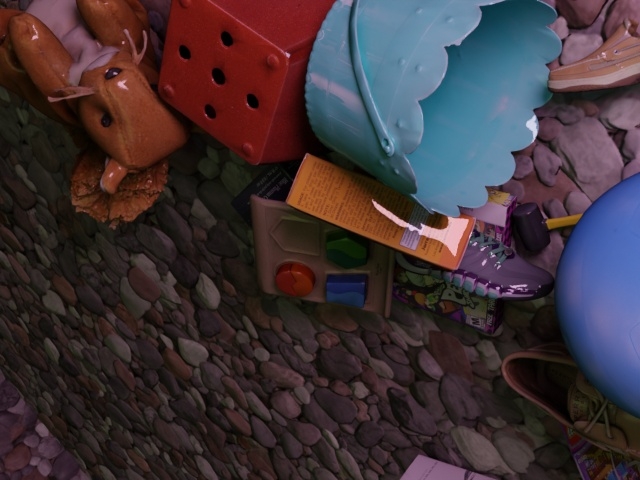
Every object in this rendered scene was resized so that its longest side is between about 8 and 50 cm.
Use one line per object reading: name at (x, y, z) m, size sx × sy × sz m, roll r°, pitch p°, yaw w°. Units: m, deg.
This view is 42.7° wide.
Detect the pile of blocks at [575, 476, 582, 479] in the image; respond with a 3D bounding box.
pile of blocks at (0.522, 0.360, 1.149) m, size 0.112 × 0.149 × 0.362 m, roll 18°, pitch 162°, yaw -31°

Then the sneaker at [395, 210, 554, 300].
sneaker at (0.206, 0.012, 1.103) m, size 0.223 × 0.083 × 0.098 m, roll 14°, pitch 116°, yaw 24°

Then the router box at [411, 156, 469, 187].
router box at (0.159, -0.104, 1.083) m, size 0.092 × 0.122 × 0.038 m, roll 22°, pitch 138°, yaw 28°

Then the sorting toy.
sorting toy at (0.000, 0.000, 1.212) m, size 0.229 × 0.041 × 0.307 m, roll 13°, pitch 138°, yaw 12°

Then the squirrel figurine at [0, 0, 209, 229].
squirrel figurine at (-0.314, -0.208, 1.269) m, size 0.370 × 0.281 × 0.397 m, roll 43°, pitch 157°, yaw 32°

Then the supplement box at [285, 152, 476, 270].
supplement box at (0.076, -0.035, 1.057) m, size 0.233 × 0.080 × 0.078 m, roll 20°, pitch 178°, yaw 4°

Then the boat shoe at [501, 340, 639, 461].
boat shoe at (0.365, 0.215, 1.045) m, size 0.341 × 0.110 × 0.122 m, roll -164°, pitch 77°, yaw -65°

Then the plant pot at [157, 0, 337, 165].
plant pot at (-0.062, -0.254, 1.078) m, size 0.267 × 0.235 × 0.267 m, roll 37°, pitch 137°, yaw 14°

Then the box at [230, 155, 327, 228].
box at (-0.035, -0.055, 1.309) m, size 0.158 × 0.093 × 0.156 m, roll 50°, pitch 138°, yaw -2°

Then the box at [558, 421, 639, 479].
box at (0.446, 0.258, 1.071) m, size 0.293 × 0.057 × 0.201 m, roll 118°, pitch 145°, yaw -47°

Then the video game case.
video game case at (0.176, 0.010, 1.212) m, size 0.210 × 0.042 × 0.232 m, roll 20°, pitch 131°, yaw 28°

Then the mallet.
mallet at (0.335, -0.036, 1.052) m, size 0.189 × 0.039 × 0.062 m, roll -19°, pitch 109°, yaw 42°

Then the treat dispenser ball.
treat dispenser ball at (0.398, 0.059, 0.873) m, size 0.288 × 0.288 × 0.288 m, roll 22°, pitch 132°, yaw 27°

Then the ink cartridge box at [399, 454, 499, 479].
ink cartridge box at (0.275, 0.520, 1.448) m, size 0.272 × 0.115 × 0.198 m, roll 10°, pitch 125°, yaw 35°

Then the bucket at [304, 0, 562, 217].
bucket at (0.128, -0.182, 0.947) m, size 0.183 × 0.281 × 0.281 m, roll 30°, pitch 136°, yaw 32°

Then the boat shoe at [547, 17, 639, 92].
boat shoe at (0.341, -0.209, 0.903) m, size 0.190 × 0.068 × 0.072 m, roll -6°, pitch 103°, yaw 32°
